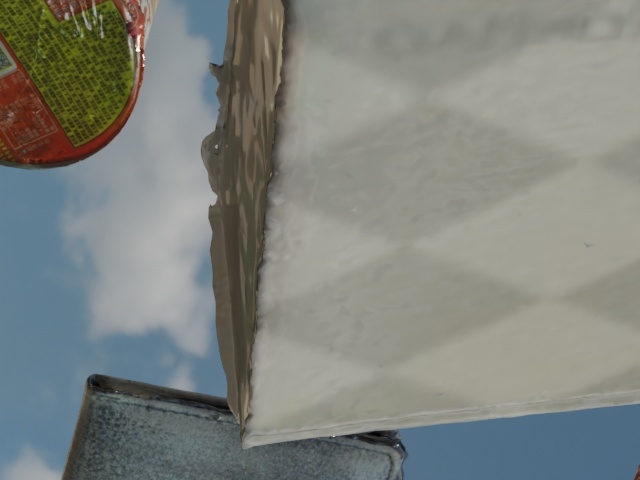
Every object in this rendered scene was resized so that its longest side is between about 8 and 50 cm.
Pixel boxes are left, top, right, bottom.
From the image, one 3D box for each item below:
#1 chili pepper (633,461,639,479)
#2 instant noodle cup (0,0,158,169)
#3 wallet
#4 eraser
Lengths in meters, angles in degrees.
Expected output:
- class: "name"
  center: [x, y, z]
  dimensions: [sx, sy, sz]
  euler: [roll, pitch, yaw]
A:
- class: "chili pepper"
  center: [0.387, 0.153, 1.763]
  dimensions: [0.144, 0.136, 0.253]
  euler: [-128, -131, -61]
- class: "instant noodle cup"
  center: [-0.190, -0.184, 1.401]
  dimensions: [0.193, 0.193, 0.212]
  euler: [-44, -165, 31]
- class: "wallet"
  center: [-0.064, 0.176, 1.279]
  dimensions: [0.036, 0.222, 0.167]
  euler: [-97, -159, -61]
- class: "eraser"
  center: [0.171, -0.055, 0.535]
  dimensions: [0.213, 0.396, 0.082]
  euler: [97, -16, -45]
